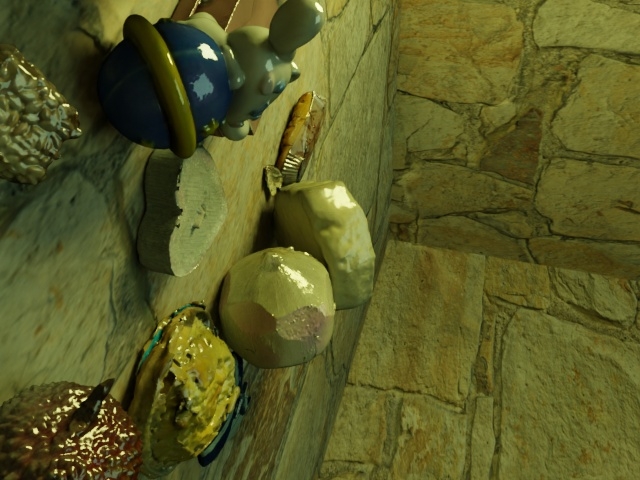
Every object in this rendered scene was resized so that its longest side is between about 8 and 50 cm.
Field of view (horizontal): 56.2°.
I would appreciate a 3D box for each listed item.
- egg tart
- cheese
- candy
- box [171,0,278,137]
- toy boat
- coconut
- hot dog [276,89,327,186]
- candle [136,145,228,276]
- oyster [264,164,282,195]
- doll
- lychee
[{"bbox_3d":[-0.205,0.241,0.973,0.291,0.107,0.291,11,90,-77],"label":"egg tart"},{"bbox_3d":[0.000,0.000,1.292,0.115,0.318,0.326,-20,142,-22],"label":"cheese"},{"bbox_3d":[-0.267,-0.106,0.510,0.095,0.085,0.110,-69,154,-18],"label":"candy"},{"bbox_3d":[-0.134,-0.300,0.916,0.215,0.086,0.215,73,30,-61],"label":"box"},{"bbox_3d":[-0.183,0.320,1.225,0.291,0.070,0.210,-19,123,-79],"label":"toy boat"},{"bbox_3d":[-0.079,0.122,1.150,0.227,0.227,0.230,-65,163,-48],"label":"coconut"},{"bbox_3d":[-0.045,-0.238,1.392,0.131,0.069,0.253,92,15,-68],"label":"hot dog"},{"bbox_3d":[-0.196,-0.047,0.882,0.168,0.068,0.192,-6,107,-73],"label":"candle"},{"bbox_3d":[-0.106,-0.135,1.300,0.054,0.019,0.083,-61,156,-21],"label":"oyster"},{"bbox_3d":[-0.151,-0.196,0.748,0.242,0.160,0.311,-39,178,-15],"label":"doll"},{"bbox_3d":[-0.260,0.218,0.597,0.197,0.165,0.165,-57,175,21],"label":"lychee"}]
